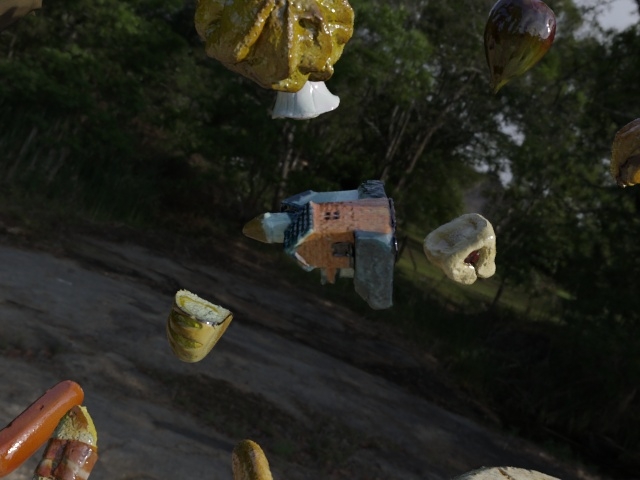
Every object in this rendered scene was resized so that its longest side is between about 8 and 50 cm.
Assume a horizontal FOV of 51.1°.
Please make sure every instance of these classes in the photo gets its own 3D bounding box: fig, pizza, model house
[{"bbox_3d":[0.301,-0.306,1.053,0.103,0.155,0.109,16,22,-34],"label":"fig"},{"bbox_3d":[-0.101,0.419,1.072,0.062,0.161,0.182,1,1,-18],"label":"pizza"},{"bbox_3d":[0.000,0.000,1.261,0.291,0.185,0.253,3,32,1],"label":"model house"}]

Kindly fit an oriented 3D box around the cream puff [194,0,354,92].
[{"bbox_3d":[-0.069,-0.335,0.987,0.244,0.196,0.244,23,21,-9],"label":"cream puff"}]

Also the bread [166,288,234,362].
[{"bbox_3d":[-0.174,0.123,0.936,0.082,0.095,0.157,20,12,2],"label":"bread"}]

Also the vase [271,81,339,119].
[{"bbox_3d":[-0.085,-0.525,1.681,0.249,0.446,0.250,-12,24,5],"label":"vase"}]

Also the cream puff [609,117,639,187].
[{"bbox_3d":[0.551,-0.151,1.133,0.119,0.104,0.133,-4,-28,-19],"label":"cream puff"}]

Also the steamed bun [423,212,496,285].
[{"bbox_3d":[0.362,0.040,1.653,0.155,0.172,0.141,55,9,-29],"label":"steamed bun"}]

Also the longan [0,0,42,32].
[{"bbox_3d":[-0.635,-0.506,1.095,0.403,0.404,0.436,23,8,-8],"label":"longan"}]

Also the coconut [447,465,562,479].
[{"bbox_3d":[0.176,0.346,0.630,0.226,0.231,0.227,11,21,-4],"label":"coconut"}]

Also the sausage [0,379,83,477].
[{"bbox_3d":[-0.753,0.491,1.773,0.093,0.097,0.348,-2,24,23],"label":"sausage"}]

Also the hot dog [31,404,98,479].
[{"bbox_3d":[-0.574,0.508,1.514,0.123,0.262,0.093,10,-31,17],"label":"hot dog"}]
